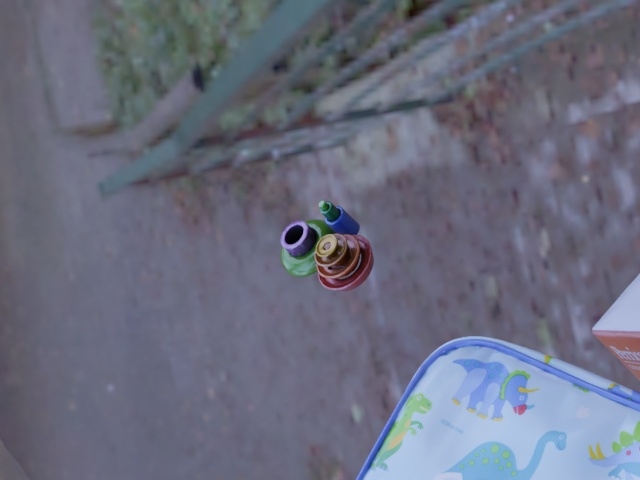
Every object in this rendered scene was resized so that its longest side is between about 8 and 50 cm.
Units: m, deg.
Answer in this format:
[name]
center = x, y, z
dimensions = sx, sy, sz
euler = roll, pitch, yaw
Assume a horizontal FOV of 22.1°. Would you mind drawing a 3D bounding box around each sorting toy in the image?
[sorting toy]
center = 0.000, 0.000, 1.265
dimensions = 0.102, 0.061, 0.042
euler = 22, 165, 47

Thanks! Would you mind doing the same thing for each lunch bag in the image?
[lunch bag]
center = 0.132, 0.158, 0.911
dimensions = 0.219, 0.176, 0.090
euler = 21, 166, 31

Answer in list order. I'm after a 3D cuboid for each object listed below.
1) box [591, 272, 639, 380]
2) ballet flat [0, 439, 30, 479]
[box]
center = 0.375, 0.116, 1.023
dimensions = 0.345, 0.168, 0.215
euler = 45, 169, -7
[ballet flat]
center = -0.358, 0.174, 1.373
dimensions = 0.400, 0.139, 0.139
euler = 29, -138, -66
